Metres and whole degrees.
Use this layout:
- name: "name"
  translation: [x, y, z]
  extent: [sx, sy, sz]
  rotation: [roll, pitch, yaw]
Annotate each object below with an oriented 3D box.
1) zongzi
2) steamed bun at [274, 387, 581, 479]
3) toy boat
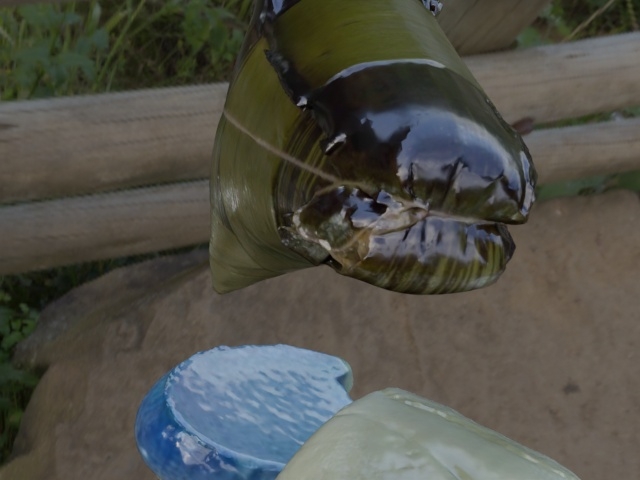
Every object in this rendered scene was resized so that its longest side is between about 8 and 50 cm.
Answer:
- name: "zongzi"
  translation: [0.000, 0.000, 0.655]
  extent: [0.154, 0.317, 0.289]
  rotation: [11, 33, -18]
- name: "steamed bun"
  translation: [0.083, 0.272, 0.829]
  extent: [0.290, 0.272, 0.273]
  rotation: [16, 78, 25]
- name: "toy boat"
  translation: [-0.067, 0.230, 1.139]
  extent: [0.330, 0.123, 0.215]
  rotation: [1, 40, -42]
